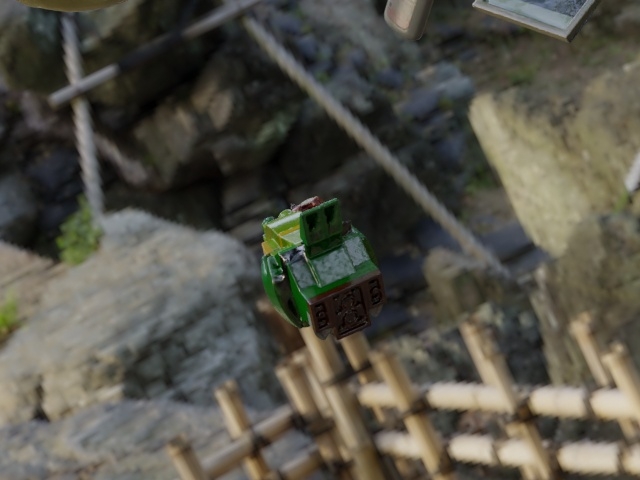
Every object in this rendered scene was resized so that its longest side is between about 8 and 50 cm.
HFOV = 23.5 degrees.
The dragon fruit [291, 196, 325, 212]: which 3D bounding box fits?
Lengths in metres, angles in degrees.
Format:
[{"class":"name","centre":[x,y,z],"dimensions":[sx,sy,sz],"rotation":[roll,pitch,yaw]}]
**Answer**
[{"class":"dragon fruit","centre":[-0.002,-0.002,2.217],"dimensions":[0.068,0.126,0.112],"rotation":[-7,27,19]}]

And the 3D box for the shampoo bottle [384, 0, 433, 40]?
[{"class":"shampoo bottle","centre":[0.142,-0.382,2.277],"dimensions":[0.040,0.165,0.080],"rotation":[-12,44,-34]}]

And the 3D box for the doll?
[{"class":"doll","centre":[-0.007,0.023,1.501],"dimensions":[0.106,0.134,0.186],"rotation":[-25,12,-14]}]

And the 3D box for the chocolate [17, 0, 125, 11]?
[{"class":"chocolate","centre":[-0.267,-0.407,1.714],"dimensions":[0.326,0.314,0.297],"rotation":[-8,53,-2]}]

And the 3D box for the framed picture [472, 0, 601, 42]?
[{"class":"framed picture","centre":[0.396,-0.445,2.442],"dimensions":[0.209,0.019,0.281],"rotation":[27,74,41]}]
